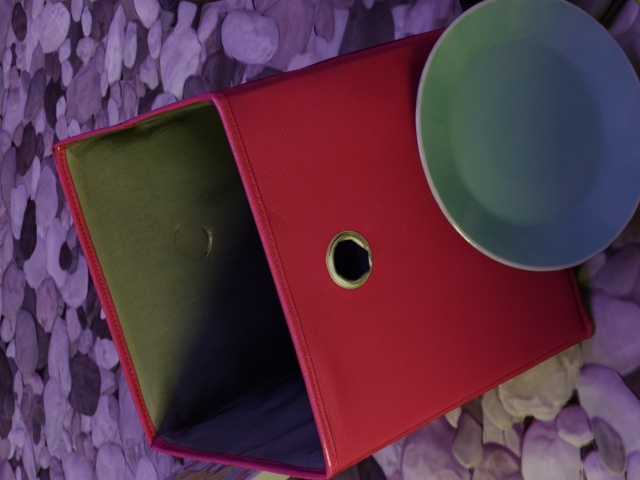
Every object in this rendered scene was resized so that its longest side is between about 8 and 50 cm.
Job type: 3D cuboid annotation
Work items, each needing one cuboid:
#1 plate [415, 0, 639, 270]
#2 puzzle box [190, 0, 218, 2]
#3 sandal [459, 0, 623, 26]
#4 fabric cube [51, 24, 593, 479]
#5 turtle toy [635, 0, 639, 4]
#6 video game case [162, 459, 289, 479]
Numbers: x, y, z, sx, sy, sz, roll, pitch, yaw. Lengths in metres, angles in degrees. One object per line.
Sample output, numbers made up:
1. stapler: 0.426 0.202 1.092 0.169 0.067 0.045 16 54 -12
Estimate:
1. plate: 0.142 -0.072 0.795 0.024 0.188 0.188 170 99 -66
2. puzzle box: -0.003 -0.336 0.884 0.409 0.052 0.272 7 96 55
3. sandal: 0.140 -0.172 0.881 0.120 0.086 0.303 57 132 38
4. fabric cube: 0.000 0.000 0.873 0.259 0.258 0.254 -5 103 55
5. turtle toy: 0.221 -0.199 0.759 0.066 0.130 0.095 -7 43 30
6. video game case: -0.097 0.224 1.098 0.206 0.227 0.026 -23 97 52
